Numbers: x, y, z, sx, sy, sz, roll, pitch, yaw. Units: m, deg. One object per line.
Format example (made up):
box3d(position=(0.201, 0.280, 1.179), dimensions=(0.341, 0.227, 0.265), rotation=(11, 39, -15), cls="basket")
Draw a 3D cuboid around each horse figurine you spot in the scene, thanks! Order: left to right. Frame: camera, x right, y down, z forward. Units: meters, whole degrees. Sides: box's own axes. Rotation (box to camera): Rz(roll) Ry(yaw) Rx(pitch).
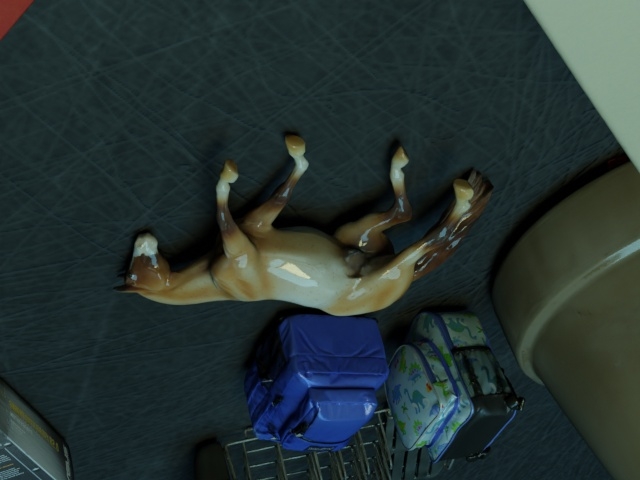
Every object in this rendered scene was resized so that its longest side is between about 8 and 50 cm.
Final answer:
box3d(position=(0.000, 0.000, 1.024), dimensions=(0.263, 0.066, 0.174), rotation=(2, 139, -22), cls="horse figurine")

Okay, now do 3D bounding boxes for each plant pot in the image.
box3d(position=(0.331, 0.111, 1.130), dimensions=(0.323, 0.280, 0.323), rotation=(-13, 149, -8), cls="plant pot")

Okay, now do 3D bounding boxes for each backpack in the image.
box3d(position=(-0.011, 0.126, 1.185), dimensions=(0.098, 0.101, 0.120), rotation=(9, 145, -24), cls="backpack")
box3d(position=(0.104, 0.118, 1.207), dimensions=(0.084, 0.114, 0.105), rotation=(0, 143, -22), cls="backpack")

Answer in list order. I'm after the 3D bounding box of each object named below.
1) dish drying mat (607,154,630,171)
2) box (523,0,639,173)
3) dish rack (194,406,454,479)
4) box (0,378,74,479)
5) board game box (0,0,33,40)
box3d(position=(0.240, -0.042, 1.116), dimensions=(0.032, 0.008, 0.083), rotation=(-17, 149, 3), cls="dish drying mat")
box3d(position=(0.165, -0.164, 0.762), dimensions=(0.121, 0.148, 0.311), rotation=(-27, 148, 16), cls="box")
box3d(position=(0.008, 0.237, 1.393), dimensions=(0.271, 0.074, 0.208), rotation=(-11, 149, -8), cls="dish rack")
box3d(position=(-0.344, 0.193, 1.181), dimensions=(0.231, 0.056, 0.183), rotation=(-19, 148, 5), cls="box")
box3d(position=(-0.262, -0.163, 0.686), dimensions=(0.281, 0.027, 0.145), rotation=(16, 136, -40), cls="board game box")
